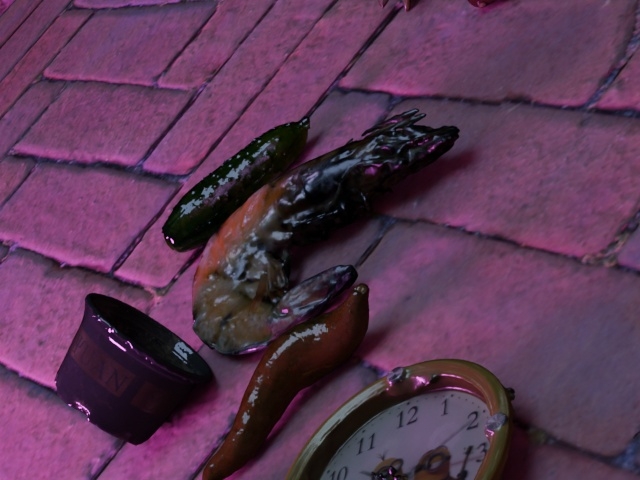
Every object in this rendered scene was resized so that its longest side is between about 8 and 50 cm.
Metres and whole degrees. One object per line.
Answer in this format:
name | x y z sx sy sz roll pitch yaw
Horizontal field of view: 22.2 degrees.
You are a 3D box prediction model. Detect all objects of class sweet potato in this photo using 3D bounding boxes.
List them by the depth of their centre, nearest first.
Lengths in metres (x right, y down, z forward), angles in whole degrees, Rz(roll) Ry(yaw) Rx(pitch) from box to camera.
sweet potato | -0.035 0.136 1.574 0.249 0.059 0.069 -47 39 3

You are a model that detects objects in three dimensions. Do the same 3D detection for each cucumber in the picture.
cucumber | -0.097 -0.069 1.948 0.227 0.069 0.069 -41 26 -2

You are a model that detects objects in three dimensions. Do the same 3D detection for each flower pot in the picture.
flower pot | -0.206 0.141 1.714 0.107 0.157 0.157 -56 26 4

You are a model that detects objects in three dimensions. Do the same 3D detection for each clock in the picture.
clock | 0.066 0.200 1.338 0.237 0.057 0.237 -31 30 20

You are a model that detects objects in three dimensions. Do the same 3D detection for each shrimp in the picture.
shrimp | 0.000 0.000 1.719 0.365 0.071 0.233 -28 40 27

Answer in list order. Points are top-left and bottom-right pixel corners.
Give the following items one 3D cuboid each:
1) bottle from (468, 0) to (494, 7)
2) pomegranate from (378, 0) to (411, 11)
bottle | 0.210 -0.302 1.876 0.101 0.047 0.063 -29 -6 36
pomegranate | 0.110 -0.389 2.047 0.152 0.131 0.191 10 66 55
